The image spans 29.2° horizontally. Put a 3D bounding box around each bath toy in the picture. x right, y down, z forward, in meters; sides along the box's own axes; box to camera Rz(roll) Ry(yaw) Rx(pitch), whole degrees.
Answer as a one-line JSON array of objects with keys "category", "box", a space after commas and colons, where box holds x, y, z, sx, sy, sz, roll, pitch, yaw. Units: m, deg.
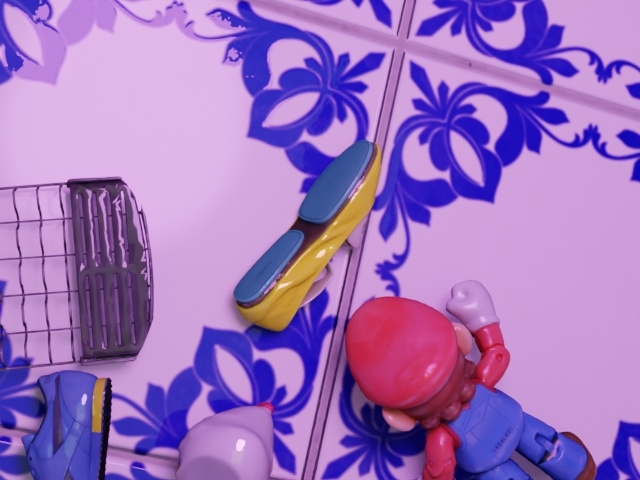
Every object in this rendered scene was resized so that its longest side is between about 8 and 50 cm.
[{"category": "bath toy", "box": [-0.001, 0.299, 1.250, 0.348, 0.151, 0.129, 46, 38, -6]}]

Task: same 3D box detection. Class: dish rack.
[{"category": "dish rack", "box": [-0.299, 0.036, 1.197, 0.271, 0.074, 0.208, -5, 89, -10]}]

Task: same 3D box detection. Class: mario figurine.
[{"category": "mario figurine", "box": [0.144, 0.175, 1.322, 0.320, 0.170, 0.198, 44, 40, -20]}]

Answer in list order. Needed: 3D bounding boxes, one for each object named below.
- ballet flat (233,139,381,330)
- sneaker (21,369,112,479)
[{"category": "ballet flat", "box": [0.000, 0.000, 1.301, 0.077, 0.077, 0.231, 44, 78, -31]}, {"category": "sneaker", "box": [-0.254, 0.233, 1.214, 0.082, 0.069, 0.209, 3, 86, -3]}]
